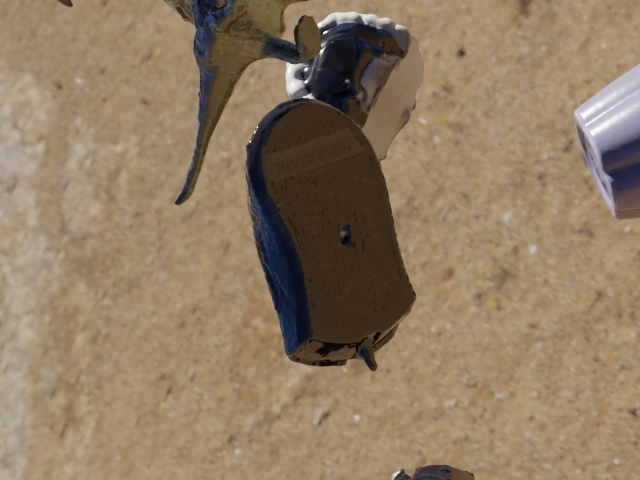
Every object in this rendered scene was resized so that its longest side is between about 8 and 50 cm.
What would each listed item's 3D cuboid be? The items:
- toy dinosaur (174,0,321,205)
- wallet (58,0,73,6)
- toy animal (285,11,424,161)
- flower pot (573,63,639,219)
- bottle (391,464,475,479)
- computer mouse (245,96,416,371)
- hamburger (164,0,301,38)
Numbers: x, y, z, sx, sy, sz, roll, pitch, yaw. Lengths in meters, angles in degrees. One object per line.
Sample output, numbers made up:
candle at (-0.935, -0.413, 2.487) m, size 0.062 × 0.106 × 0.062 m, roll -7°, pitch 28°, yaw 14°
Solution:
toy dinosaur at (-0.086, -0.162, 1.098) m, size 0.200 × 0.072 × 0.251 m, roll -1°, pitch 110°, yaw 54°
wallet at (-0.424, -0.378, 1.393) m, size 0.247 × 0.323 × 0.041 m, roll 43°, pitch 94°, yaw 21°
toy animal at (0.043, -0.219, 1.866) m, size 0.156 × 0.204 × 0.208 m, roll 25°, pitch 75°, yaw 22°
flower pot at (0.521, -0.160, 1.911) m, size 0.243 × 0.265 × 0.265 m, roll -20°, pitch 43°, yaw 5°
bottle at (0.104, 0.270, 1.203) m, size 0.099 × 0.099 × 0.152 m, roll -33°, pitch 21°, yaw 35°
computer mouse at (0.000, 0.000, 1.203) m, size 0.088 × 0.147 × 0.264 m, roll -15°, pitch 92°, yaw 59°
hamburger at (-0.122, -0.389, 1.433) m, size 0.195 × 0.318 × 0.277 m, roll -35°, pitch 32°, yaw -23°
